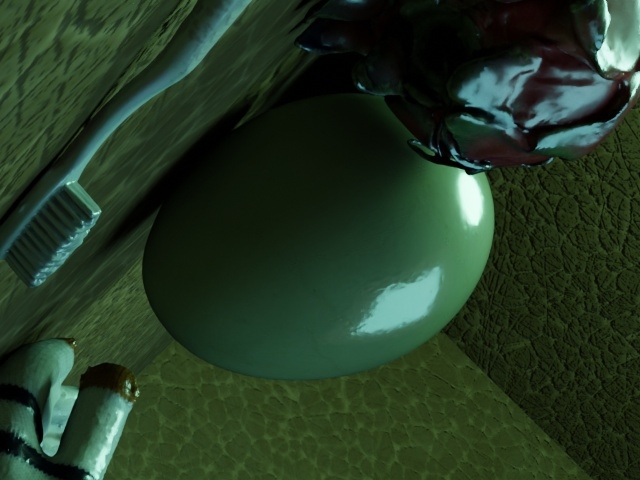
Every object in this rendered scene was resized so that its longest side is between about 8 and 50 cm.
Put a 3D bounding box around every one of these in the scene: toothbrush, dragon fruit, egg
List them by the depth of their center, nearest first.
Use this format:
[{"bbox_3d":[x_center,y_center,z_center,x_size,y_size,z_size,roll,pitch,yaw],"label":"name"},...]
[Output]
[{"bbox_3d":[-0.038,-0.085,0.626,0.307,0.029,0.025,-46,171,28],"label":"toothbrush"},{"bbox_3d":[0.110,-0.132,0.973,0.192,0.193,0.274,-11,-157,40],"label":"dragon fruit"},{"bbox_3d":[0.000,0.000,1.084,0.241,0.186,0.186,-24,172,-18],"label":"egg"}]

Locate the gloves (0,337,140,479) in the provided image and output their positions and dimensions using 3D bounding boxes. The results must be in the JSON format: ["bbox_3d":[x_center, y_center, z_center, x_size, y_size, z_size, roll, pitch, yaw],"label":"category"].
[{"bbox_3d":[-0.209,0.145,1.088,0.140,0.131,0.219,-48,-152,39],"label":"gloves"}]

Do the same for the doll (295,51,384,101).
[{"bbox_3d":[0.046,-0.081,1.251,0.314,0.141,0.177,-52,-159,27],"label":"doll"}]
